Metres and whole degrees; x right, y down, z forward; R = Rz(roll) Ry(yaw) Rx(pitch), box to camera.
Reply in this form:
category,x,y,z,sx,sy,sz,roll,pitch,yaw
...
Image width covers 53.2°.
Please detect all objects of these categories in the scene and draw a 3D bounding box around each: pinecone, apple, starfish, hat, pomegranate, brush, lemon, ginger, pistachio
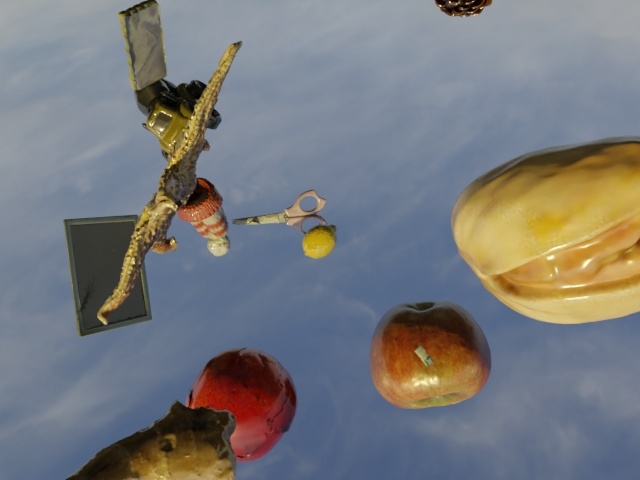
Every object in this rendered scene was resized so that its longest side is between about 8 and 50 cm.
category,x,y,z,sx,sy,sz,roll,pitch,yaw
pinecone,0.165,-0.297,0.732,0.077,0.077,0.083,-8,176,8
apple,0.245,0.253,1.483,0.277,0.309,0.250,7,-115,-25
starfish,-0.149,-0.064,0.657,0.048,0.295,0.231,22,-177,-9
hat,-0.226,-0.039,1.314,0.093,0.162,0.112,-37,-141,-10
pomegranate,-0.148,0.305,1.219,0.210,0.210,0.235,-13,-168,2
brush,0.193,0.215,1.180,0.016,0.084,0.013,-41,-131,-2
lemon,0.000,0.000,1.232,0.083,0.062,0.062,-42,-137,-11
ginger,-0.235,0.304,0.804,0.294,0.086,0.131,-26,-110,-26
pistachio,0.300,-0.015,0.772,0.308,0.230,0.230,-19,-152,39

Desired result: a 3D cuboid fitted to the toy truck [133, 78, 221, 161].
category,x,y,z,sx,sy,sz,roll,pitch,yaw
toy truck,-0.315,-0.267,1.346,0.147,0.165,0.224,-52,-150,19

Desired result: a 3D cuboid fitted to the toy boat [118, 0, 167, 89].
category,x,y,z,sx,sy,sz,roll,pitch,yaw
toy boat,-0.242,-0.267,0.875,0.016,0.115,0.063,31,-129,22

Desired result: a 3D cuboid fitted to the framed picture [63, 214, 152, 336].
category,x,y,z,sx,sy,sz,roll,pitch,yaw
framed picture,-0.552,0.084,1.662,0.019,0.297,0.232,-7,180,36

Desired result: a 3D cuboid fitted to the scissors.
category,x,y,z,sx,sy,sz,roll,pitch,yaw
scissors,-0.088,-0.051,1.409,0.212,0.110,0.021,-7,-162,-13
